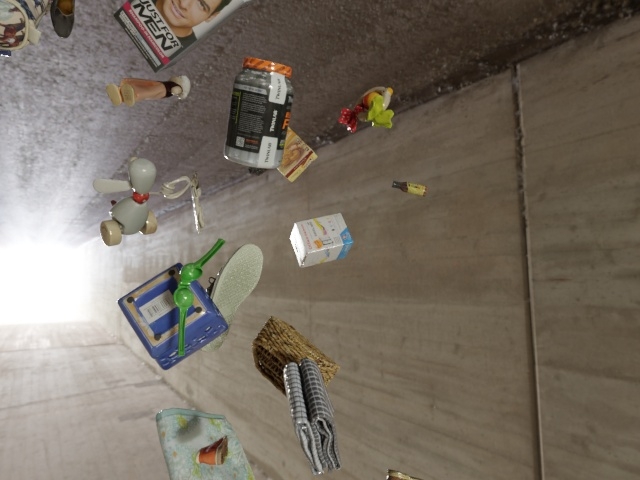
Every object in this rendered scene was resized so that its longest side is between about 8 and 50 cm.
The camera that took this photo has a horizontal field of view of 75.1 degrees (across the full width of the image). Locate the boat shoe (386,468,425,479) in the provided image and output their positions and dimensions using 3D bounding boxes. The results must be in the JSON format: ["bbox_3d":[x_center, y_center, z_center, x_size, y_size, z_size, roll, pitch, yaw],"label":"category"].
[{"bbox_3d":[0.280,0.753,1.269,0.178,0.060,0.064,21,153,-5],"label":"boat shoe"}]

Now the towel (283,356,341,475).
[{"bbox_3d":[-0.017,0.530,1.257,0.122,0.283,0.235,-17,-149,-5],"label":"towel"}]

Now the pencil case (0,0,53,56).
[{"bbox_3d":[-0.876,-0.677,1.196,0.184,0.410,0.160,29,117,-38],"label":"pencil case"}]

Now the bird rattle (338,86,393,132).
[{"bbox_3d":[0.207,-0.554,1.763,0.143,0.206,0.254,35,167,-33],"label":"bird rattle"}]

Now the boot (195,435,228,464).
[{"bbox_3d":[-0.326,0.635,1.262,0.085,0.059,0.158,-5,168,-2],"label":"boot"}]

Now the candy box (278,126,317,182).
[{"bbox_3d":[-0.184,-0.459,2.069,0.183,0.316,0.087,-44,153,5],"label":"candy box"}]

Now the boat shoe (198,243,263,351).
[{"bbox_3d":[-0.418,0.234,1.818,0.187,0.499,0.156,33,167,-37],"label":"boat shoe"}]

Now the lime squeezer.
[{"bbox_3d":[-0.320,0.128,1.052,0.110,0.309,0.059,23,-176,26],"label":"lime squeezer"}]

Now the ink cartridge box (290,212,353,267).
[{"bbox_3d":[0.000,0.000,1.957,0.233,0.171,0.168,-13,157,-20],"label":"ink cartridge box"}]

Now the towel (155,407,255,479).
[{"bbox_3d":[-0.401,0.762,1.475,0.090,0.320,0.374,-42,143,5],"label":"towel"}]

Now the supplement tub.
[{"bbox_3d":[-0.208,-0.430,1.424,0.208,0.337,0.207,12,-162,-4],"label":"supplement tub"}]

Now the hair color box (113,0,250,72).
[{"bbox_3d":[-0.375,-0.652,1.158,0.375,0.185,0.113,-21,-154,29],"label":"hair color box"}]

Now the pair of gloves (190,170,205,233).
[{"bbox_3d":[-0.525,-0.163,1.785,0.042,0.204,0.240,-8,-143,-17],"label":"pair of gloves"}]

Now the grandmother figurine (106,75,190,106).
[{"bbox_3d":[-0.613,-0.571,1.572,0.208,0.103,0.342,16,-150,16],"label":"grandmother figurine"}]

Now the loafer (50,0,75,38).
[{"bbox_3d":[-0.733,-0.655,1.187,0.062,0.061,0.170,-2,138,-33],"label":"loafer"}]

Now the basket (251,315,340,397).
[{"bbox_3d":[-0.123,0.450,1.506,0.299,0.223,0.213,35,174,30],"label":"basket"}]

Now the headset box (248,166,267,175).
[{"bbox_3d":[-0.318,-0.365,2.137,0.062,0.032,0.083,-33,158,24],"label":"headset box"}]

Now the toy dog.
[{"bbox_3d":[-0.576,-0.136,1.262,0.333,0.161,0.220,-46,162,21],"label":"toy dog"}]

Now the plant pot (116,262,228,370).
[{"bbox_3d":[-0.437,0.215,1.225,0.236,0.235,0.212,-34,166,-18],"label":"plant pot"}]

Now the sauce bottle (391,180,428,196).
[{"bbox_3d":[0.325,-0.192,1.521,0.128,0.042,0.042,14,177,7],"label":"sauce bottle"}]
